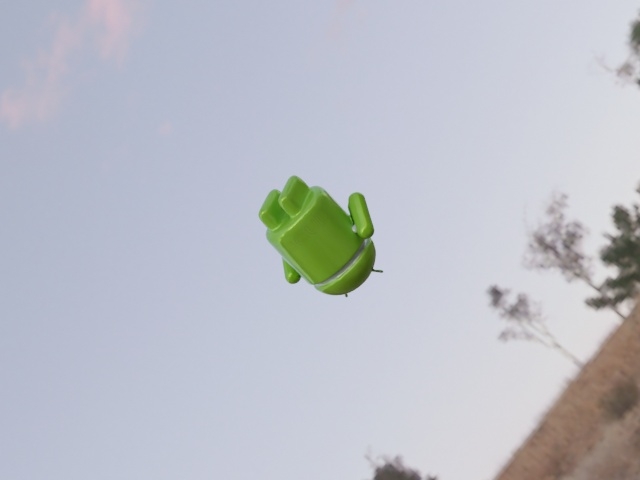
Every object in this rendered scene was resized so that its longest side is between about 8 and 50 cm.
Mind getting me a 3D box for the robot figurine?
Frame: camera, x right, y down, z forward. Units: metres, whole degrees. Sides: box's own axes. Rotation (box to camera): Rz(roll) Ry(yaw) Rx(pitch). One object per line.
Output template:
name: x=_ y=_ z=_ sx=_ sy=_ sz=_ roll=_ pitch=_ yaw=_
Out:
robot figurine: x=0.000 y=0.000 z=0.940 sx=0.101 sy=0.115 sz=0.067 roll=-34 pitch=20 yaw=31
